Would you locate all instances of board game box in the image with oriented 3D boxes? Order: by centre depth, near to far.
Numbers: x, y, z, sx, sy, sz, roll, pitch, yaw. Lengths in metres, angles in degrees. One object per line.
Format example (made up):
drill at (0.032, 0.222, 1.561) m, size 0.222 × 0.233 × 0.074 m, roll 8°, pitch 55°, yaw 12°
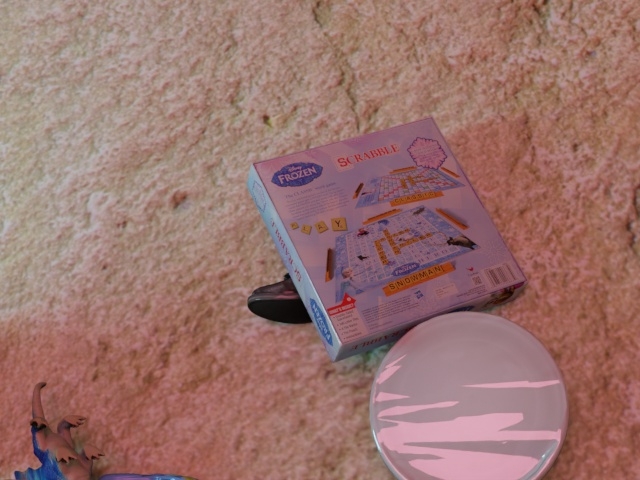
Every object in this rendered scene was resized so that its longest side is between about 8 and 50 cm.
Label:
board game box at (0.096, -0.012, 1.627) m, size 0.318 × 0.066 × 0.318 m, roll -16°, pitch 64°, yaw -22°

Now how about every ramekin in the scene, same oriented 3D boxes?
ramekin at (0.206, 0.247, 1.518) m, size 0.272 × 0.127 × 0.273 m, roll -4°, pitch 64°, yaw 8°

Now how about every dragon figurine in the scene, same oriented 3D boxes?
dragon figurine at (-0.386, 0.332, 1.587) m, size 0.289 × 0.085 × 0.144 m, roll 40°, pitch 119°, yaw 41°

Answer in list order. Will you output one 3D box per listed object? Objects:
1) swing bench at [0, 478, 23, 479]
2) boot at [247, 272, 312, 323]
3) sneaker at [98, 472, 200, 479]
swing bench at (-0.394, 0.491, 1.414) m, size 0.254 × 0.165 × 0.253 m, roll -42°, pitch 58°, yaw 7°
boot at (0.000, 0.000, 1.702) m, size 0.262 × 0.091 × 0.229 m, roll -10°, pitch 62°, yaw -6°
sneaker at (-0.234, 0.376, 1.576) m, size 0.188 × 0.067 × 0.078 m, roll -3°, pitch 74°, yaw 13°
